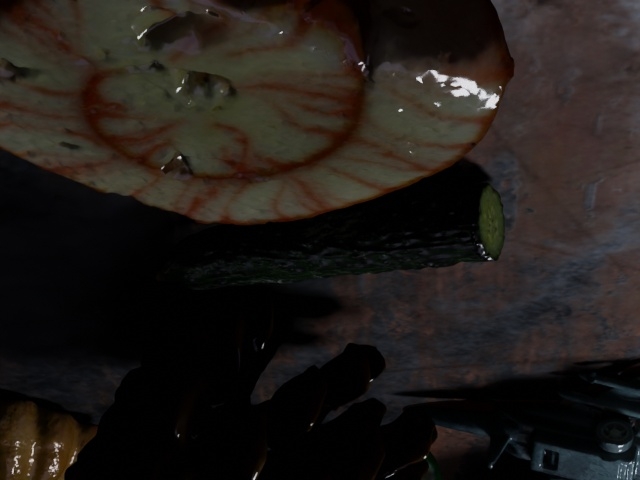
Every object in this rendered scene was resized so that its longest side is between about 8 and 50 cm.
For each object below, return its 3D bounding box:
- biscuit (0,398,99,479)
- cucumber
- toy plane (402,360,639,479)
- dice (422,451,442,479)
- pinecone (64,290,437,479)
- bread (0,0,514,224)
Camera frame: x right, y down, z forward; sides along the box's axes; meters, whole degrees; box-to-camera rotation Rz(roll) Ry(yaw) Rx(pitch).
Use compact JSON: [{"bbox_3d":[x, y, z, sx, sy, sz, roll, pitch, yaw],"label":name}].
[{"bbox_3d":[-0.392,0.260,1.866,0.325,0.107,0.326,5,155,2],"label":"biscuit"},{"bbox_3d":[0.000,0.000,1.331,0.293,0.068,0.067,-7,153,20],"label":"cucumber"},{"bbox_3d":[0.245,0.203,1.696,0.326,0.104,0.223,3,128,4],"label":"toy plane"},{"bbox_3d":[0.054,0.293,1.866,0.120,0.131,0.128,19,151,-28],"label":"dice"},{"bbox_3d":[-0.058,0.242,1.483,0.397,0.398,0.398,1,155,1],"label":"pinecone"},{"bbox_3d":[-0.068,-0.116,1.034,0.327,0.114,0.295,15,153,-27],"label":"bread"}]
